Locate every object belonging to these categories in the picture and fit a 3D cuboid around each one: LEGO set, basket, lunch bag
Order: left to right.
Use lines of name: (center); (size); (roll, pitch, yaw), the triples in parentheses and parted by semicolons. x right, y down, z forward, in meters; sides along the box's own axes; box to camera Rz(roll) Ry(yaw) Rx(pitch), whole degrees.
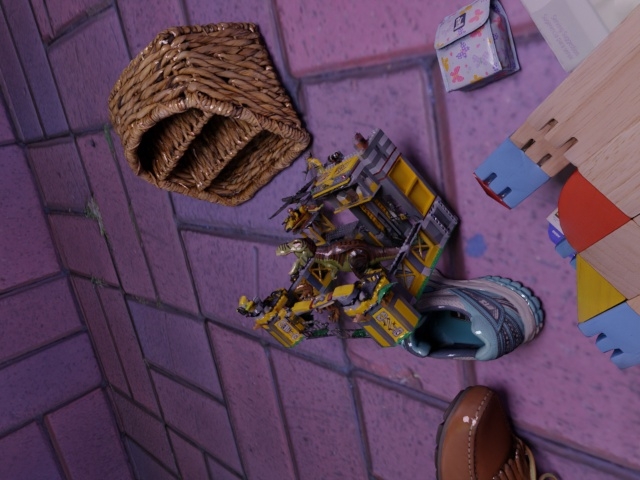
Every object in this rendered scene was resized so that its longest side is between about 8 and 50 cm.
basket: (-0.201, -0.173, 0.851); (0.299, 0.213, 0.223); (-27, 87, 51)
LEGO set: (0.000, 0.000, 0.683); (0.192, 0.255, 0.331); (45, 157, -18)
lunch bag: (0.163, -0.210, 0.559); (0.071, 0.053, 0.083); (-11, 92, 48)

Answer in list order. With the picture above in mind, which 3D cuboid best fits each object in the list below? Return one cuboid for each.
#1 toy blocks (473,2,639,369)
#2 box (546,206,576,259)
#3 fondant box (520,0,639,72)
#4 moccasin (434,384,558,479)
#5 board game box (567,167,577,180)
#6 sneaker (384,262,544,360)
toy blocks: (0.273, -0.012, 0.354); (0.381, 0.191, 0.261); (45, 143, 8)
box: (0.295, -0.031, 0.523); (0.081, 0.028, 0.136); (49, 140, 17)
fondant box: (0.267, -0.318, 0.356); (0.330, 0.096, 0.238); (-36, 82, 49)
moccasin: (0.251, 0.362, 0.683); (0.147, 0.139, 0.380); (-1, 108, 47)
board game box: (0.341, -0.050, 0.413); (0.160, 0.047, 0.210); (54, 131, 3)
sneaker: (0.133, 0.096, 0.691); (0.283, 0.122, 0.110); (-4, 106, 49)
